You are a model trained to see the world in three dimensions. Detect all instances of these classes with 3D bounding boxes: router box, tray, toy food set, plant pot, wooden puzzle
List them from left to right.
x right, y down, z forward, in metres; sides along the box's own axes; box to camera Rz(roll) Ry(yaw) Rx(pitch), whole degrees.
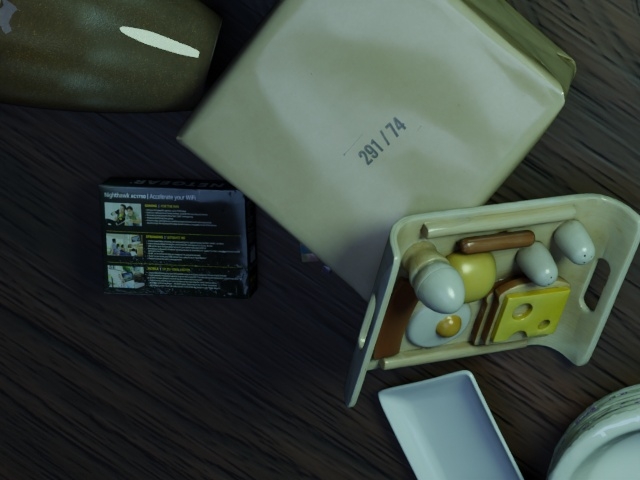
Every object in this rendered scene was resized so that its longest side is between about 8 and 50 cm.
[{"bbox_3d":[-0.231,-0.226,1.977,0.230,0.215,0.215,15,109,-6],"label":"plant pot"},{"bbox_3d":[-0.165,-0.003,2.095,0.178,0.046,0.133,3,106,12],"label":"router box"},{"bbox_3d":[0.000,0.000,2.079,0.049,0.006,0.083,-3,105,14],"label":"wooden puzzle"},{"bbox_3d":[0.180,0.275,2.089,0.145,0.030,0.270,-18,103,42],"label":"tray"},{"bbox_3d":[0.182,0.072,1.914,0.306,0.092,0.220,-6,133,-25],"label":"toy food set"}]

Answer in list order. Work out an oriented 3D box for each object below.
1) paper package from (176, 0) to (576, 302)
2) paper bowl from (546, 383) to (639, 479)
[{"bbox_3d":[0.064,-0.145,1.938,0.309,0.168,0.325,40,111,-1],"label":"paper package"},{"bbox_3d":[0.391,0.293,2.002,0.284,0.148,0.284,3,107,11],"label":"paper bowl"}]
